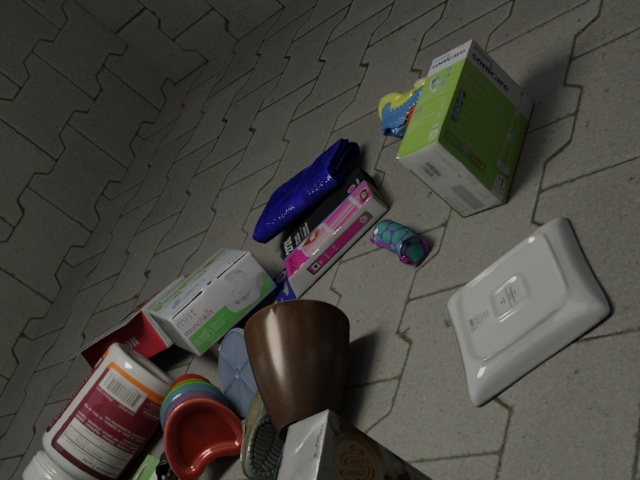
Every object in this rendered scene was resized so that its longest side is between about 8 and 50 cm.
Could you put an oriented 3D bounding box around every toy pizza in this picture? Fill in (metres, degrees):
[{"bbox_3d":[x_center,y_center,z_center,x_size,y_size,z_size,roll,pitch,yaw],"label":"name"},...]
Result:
[{"bbox_3d":[-0.170,0.294,2.058,0.201,0.032,0.201,8,100,57],"label":"toy pizza"}]

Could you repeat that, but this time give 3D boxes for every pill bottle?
[{"bbox_3d":[-0.544,0.472,2.309,0.392,0.224,0.224,-53,25,-5],"label":"pill bottle"}]

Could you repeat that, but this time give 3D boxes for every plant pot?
[{"bbox_3d":[-0.037,0.270,1.798,0.215,0.215,0.230,-35,43,31],"label":"plant pot"}]

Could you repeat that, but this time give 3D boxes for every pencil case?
[{"bbox_3d":[0.164,0.003,1.948,0.070,0.064,0.151,-37,23,-8],"label":"pencil case"}]

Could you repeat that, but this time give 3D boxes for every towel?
[{"bbox_3d":[-0.044,-0.133,2.395,0.308,0.076,0.228,-38,11,31],"label":"towel"}]

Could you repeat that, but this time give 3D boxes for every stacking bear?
[{"bbox_3d":[-0.281,0.384,2.076,0.175,0.164,0.289,-29,14,-7],"label":"stacking bear"}]

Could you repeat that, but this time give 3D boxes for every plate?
[{"bbox_3d":[0.328,0.105,1.564,0.278,0.045,0.277,-41,28,22],"label":"plate"}]

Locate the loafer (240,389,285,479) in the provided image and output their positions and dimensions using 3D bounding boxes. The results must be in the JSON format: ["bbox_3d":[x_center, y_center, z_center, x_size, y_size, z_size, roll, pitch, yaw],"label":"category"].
[{"bbox_3d":[-0.112,0.390,1.880,0.087,0.094,0.251,-47,18,37],"label":"loafer"}]

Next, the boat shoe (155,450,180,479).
[{"bbox_3d":[-0.331,0.490,2.000,0.049,0.042,0.133,-48,23,6],"label":"boat shoe"}]

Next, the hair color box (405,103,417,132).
[{"bbox_3d":[0.237,-0.251,2.157,0.043,0.072,0.141,-31,32,35],"label":"hair color box"}]

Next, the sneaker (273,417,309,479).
[{"bbox_3d":[-0.025,0.470,1.532,0.140,0.125,0.341,116,168,-45],"label":"sneaker"}]

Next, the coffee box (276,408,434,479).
[{"bbox_3d":[0.058,0.383,1.400,0.098,0.246,0.141,-31,31,38],"label":"coffee box"}]

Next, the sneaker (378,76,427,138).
[{"bbox_3d":[0.235,-0.313,2.254,0.240,0.091,0.126,-17,59,50],"label":"sneaker"}]

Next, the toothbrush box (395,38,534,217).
[{"bbox_3d":[0.297,-0.224,1.866,0.122,0.206,0.283,-19,41,49],"label":"toothbrush box"}]

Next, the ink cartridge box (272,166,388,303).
[{"bbox_3d":[0.000,0.000,2.233,0.371,0.069,0.176,-47,25,14],"label":"ink cartridge box"}]

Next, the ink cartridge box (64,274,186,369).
[{"bbox_3d":[-0.501,0.262,2.520,0.309,0.130,0.272,-31,7,37],"label":"ink cartridge box"}]

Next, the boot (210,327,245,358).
[{"bbox_3d":[-0.209,0.251,2.252,0.086,0.069,0.190,-44,25,-19],"label":"boot"}]

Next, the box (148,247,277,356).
[{"bbox_3d":[-0.274,0.144,2.318,0.262,0.127,0.231,-42,17,-18],"label":"box"}]

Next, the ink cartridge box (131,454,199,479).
[{"bbox_3d":[-0.352,0.555,2.068,0.209,0.062,0.109,-2,53,57],"label":"ink cartridge box"}]
